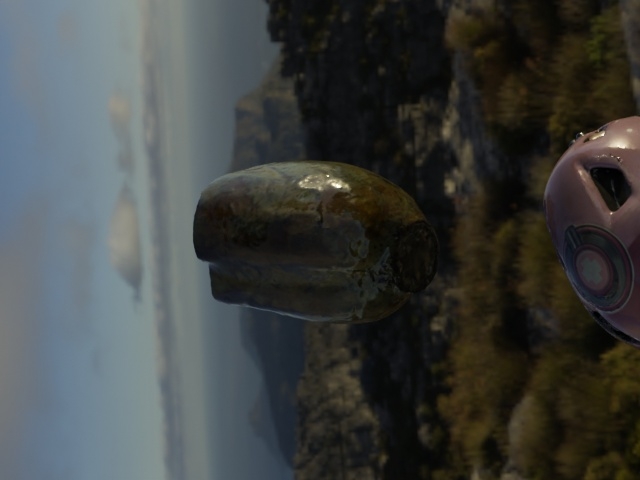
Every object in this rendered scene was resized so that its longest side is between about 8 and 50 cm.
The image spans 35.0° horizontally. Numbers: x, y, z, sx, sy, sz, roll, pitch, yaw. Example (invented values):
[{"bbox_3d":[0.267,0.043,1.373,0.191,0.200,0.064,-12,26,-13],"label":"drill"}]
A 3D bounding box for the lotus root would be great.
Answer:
[{"bbox_3d":[0.000,0.000,1.489,0.250,0.346,0.250,-14,-73,-53],"label":"lotus root"}]

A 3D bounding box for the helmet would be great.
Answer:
[{"bbox_3d":[0.298,-0.003,0.959,0.198,0.154,0.253,123,151,-51],"label":"helmet"}]
